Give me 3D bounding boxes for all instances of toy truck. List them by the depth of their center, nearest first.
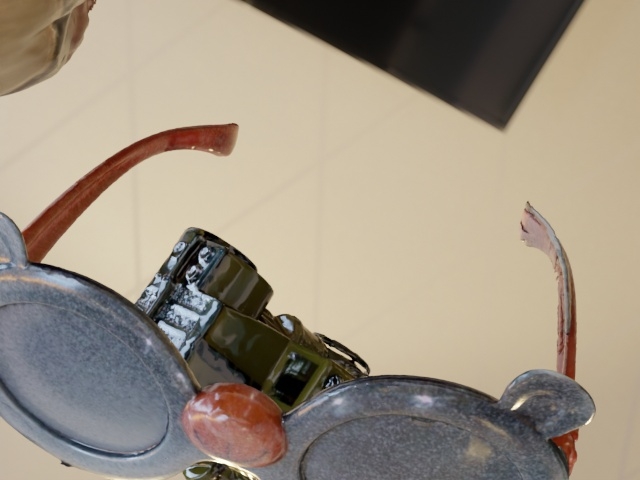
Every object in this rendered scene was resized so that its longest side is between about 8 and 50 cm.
[{"bbox_3d":[-0.015,0.108,0.686,0.127,0.127,0.257,19,160,49],"label":"toy truck"}]

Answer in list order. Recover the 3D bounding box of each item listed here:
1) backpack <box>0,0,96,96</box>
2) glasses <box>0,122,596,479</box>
[{"bbox_3d":[-0.183,-0.133,0.432,0.229,0.229,0.139,12,-110,-40],"label":"backpack"},{"bbox_3d":[0.000,0.000,0.509,0.234,0.118,0.268,14,-144,7],"label":"glasses"}]
